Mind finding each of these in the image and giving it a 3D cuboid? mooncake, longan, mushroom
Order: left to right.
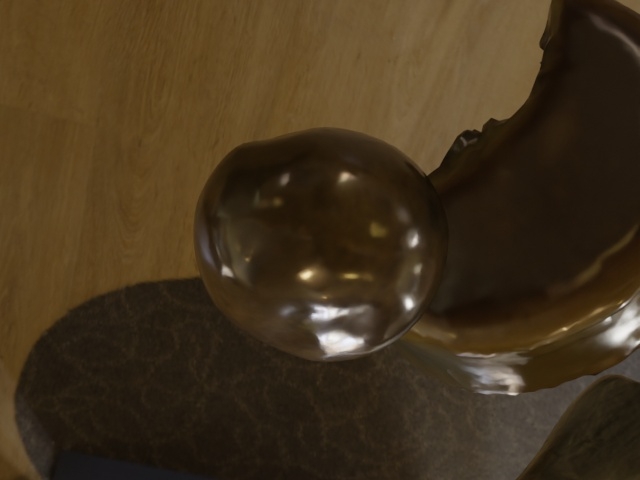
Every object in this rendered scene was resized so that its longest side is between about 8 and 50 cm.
[{"bbox_3d":[0.000,0.000,0.549,0.167,0.167,0.187,-43,154,19],"label":"longan"},{"bbox_3d":[0.198,-0.040,0.858,0.394,0.393,0.246,-3,154,30],"label":"mooncake"},{"bbox_3d":[0.275,0.270,0.848,0.329,0.159,0.122,-35,91,-26],"label":"mushroom"}]
